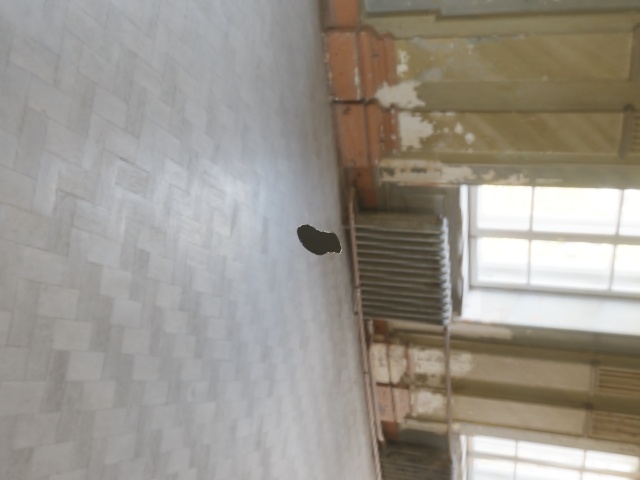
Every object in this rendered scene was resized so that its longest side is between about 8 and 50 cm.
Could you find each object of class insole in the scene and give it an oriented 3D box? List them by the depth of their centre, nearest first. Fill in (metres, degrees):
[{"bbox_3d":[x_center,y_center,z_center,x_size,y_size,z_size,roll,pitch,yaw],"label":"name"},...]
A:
[{"bbox_3d":[0.000,0.000,0.938,0.135,0.002,0.045,5,65,-66],"label":"insole"}]
